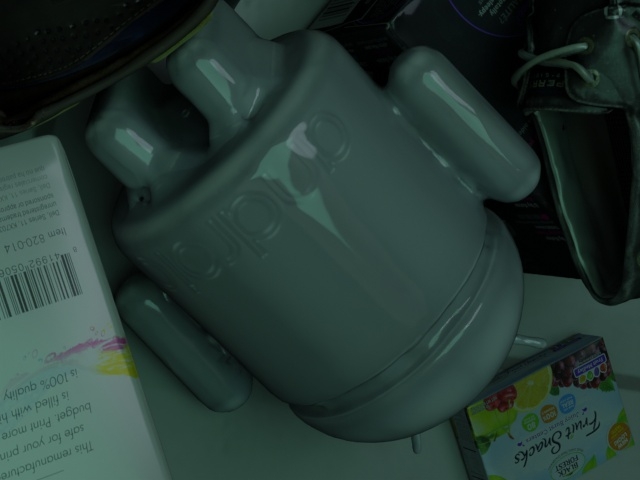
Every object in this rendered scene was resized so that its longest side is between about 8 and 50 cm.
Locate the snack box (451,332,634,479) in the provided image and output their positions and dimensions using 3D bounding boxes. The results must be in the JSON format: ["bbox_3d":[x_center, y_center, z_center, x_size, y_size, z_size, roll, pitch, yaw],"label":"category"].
[{"bbox_3d":[0.179,0.149,1.173,0.141,0.037,0.100,-24,104,-23],"label":"snack box"}]

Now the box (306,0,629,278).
[{"bbox_3d":[0.145,-0.116,1.084,0.270,0.143,0.165,45,73,-21],"label":"box"}]

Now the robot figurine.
[{"bbox_3d":[0.000,0.000,0.987,0.300,0.199,0.353,-37,112,21],"label":"robot figurine"}]

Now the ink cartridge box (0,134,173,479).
[{"bbox_3d":[-0.214,0.134,0.903,0.207,0.119,0.353,-18,90,-24],"label":"ink cartridge box"}]

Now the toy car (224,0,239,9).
[{"bbox_3d":[-0.043,-0.250,1.018,0.155,0.149,0.188,42,104,-18],"label":"toy car"}]

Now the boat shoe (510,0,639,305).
[{"bbox_3d":[0.189,-0.110,0.956,0.119,0.121,0.335,-29,107,-28],"label":"boat shoe"}]

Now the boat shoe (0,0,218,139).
[{"bbox_3d":[-0.201,-0.113,0.867,0.324,0.096,0.116,-26,125,7],"label":"boat shoe"}]
